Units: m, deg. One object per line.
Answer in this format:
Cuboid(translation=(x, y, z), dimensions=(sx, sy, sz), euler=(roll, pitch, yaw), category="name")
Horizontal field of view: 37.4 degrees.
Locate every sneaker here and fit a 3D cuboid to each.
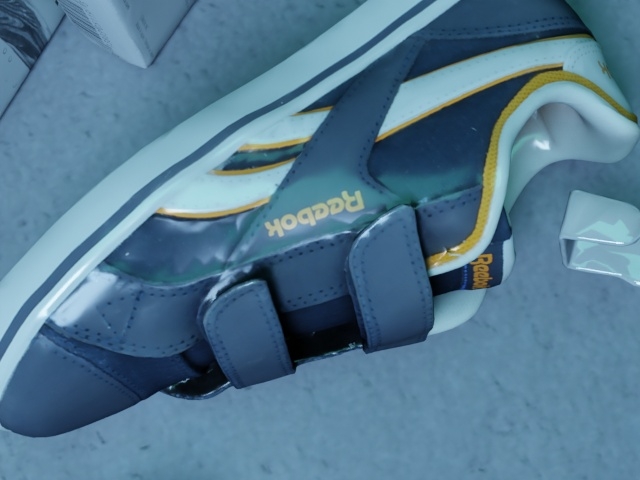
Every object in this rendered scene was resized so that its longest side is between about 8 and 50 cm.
Cuboid(translation=(0.000, 0.000, 0.413), dimensions=(0.321, 0.126, 0.127), euler=(-39, 73, -6), category="sneaker")

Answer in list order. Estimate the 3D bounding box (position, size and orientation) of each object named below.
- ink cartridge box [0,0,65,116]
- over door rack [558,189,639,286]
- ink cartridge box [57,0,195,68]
Cuboid(translation=(-0.210, -0.123, 0.415), dimensions=(0.114, 0.197, 0.273), euler=(27, 82, 7), category="ink cartridge box")
Cuboid(translation=(0.219, 0.138, 0.379), dimensions=(0.324, 0.108, 0.239), euler=(16, 79, 7), category="over door rack")
Cuboid(translation=(-0.053, -0.206, 0.431), dimensions=(0.056, 0.181, 0.225), euler=(30, 82, 5), category="ink cartridge box")
